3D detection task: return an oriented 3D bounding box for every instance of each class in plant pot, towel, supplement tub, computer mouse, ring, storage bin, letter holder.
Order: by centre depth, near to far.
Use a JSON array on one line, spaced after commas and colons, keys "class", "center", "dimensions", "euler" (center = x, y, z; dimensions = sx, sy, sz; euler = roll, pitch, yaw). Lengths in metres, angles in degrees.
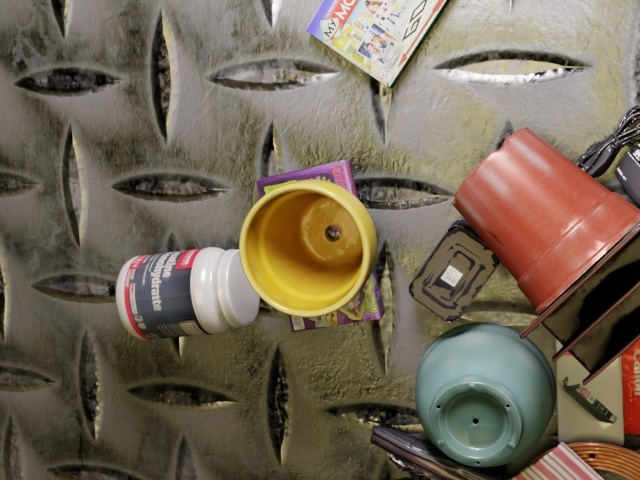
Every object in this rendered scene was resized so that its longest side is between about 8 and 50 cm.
[{"class": "letter holder", "center": [0.523, 0.109, 1.413], "dimensions": [0.152, 0.214, 0.302], "euler": [48, 113, 16]}, {"class": "plant pot", "center": [0.406, -0.049, 1.481], "dimensions": [0.265, 0.272, 0.272], "euler": [47, 110, 14]}, {"class": "computer mouse", "center": [0.627, -0.103, 1.490], "dimensions": [0.272, 0.072, 0.188], "euler": [46, 109, 4]}, {"class": "plant pot", "center": [0.000, 0.000, 1.569], "dimensions": [0.253, 0.239, 0.254], "euler": [3, 101, 17]}, {"class": "plant pot", "center": [0.321, 0.333, 1.606], "dimensions": [0.293, 0.196, 0.293], "euler": [3, 102, 16]}, {"class": "towel", "center": [0.474, 0.504, 1.617], "dimensions": [0.144, 0.029, 0.197], "euler": [43, 121, 3]}, {"class": "storage bin", "center": [0.276, 0.061, 1.625], "dimensions": [0.122, 0.084, 0.180], "euler": [35, 108, 8]}, {"class": "ring", "center": [0.569, 0.548, 1.630], "dimensions": [0.336, 0.032, 0.337], "euler": [9, 116, 19]}, {"class": "supplement tub", "center": [-0.289, 0.116, 1.754], "dimensions": [0.272, 0.191, 0.191], "euler": [-7, 99, 18]}]

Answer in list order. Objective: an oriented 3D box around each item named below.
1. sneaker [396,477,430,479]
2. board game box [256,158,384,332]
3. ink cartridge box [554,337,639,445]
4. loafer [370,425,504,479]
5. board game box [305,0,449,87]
[{"class": "sneaker", "center": [0.207, 0.569, 1.748], "dimensions": [0.211, 0.081, 0.080], "euler": [-22, 95, 21]}, {"class": "board game box", "center": [0.000, 0.015, 1.723], "dimensions": [0.208, 0.056, 0.347], "euler": [-10, 98, 23]}, {"class": "ink cartridge box", "center": [0.590, 0.270, 1.583], "dimensions": [0.238, 0.060, 0.275], "euler": [-1, 100, 19]}, {"class": "loafer", "center": [0.232, 0.486, 1.685], "dimensions": [0.302, 0.109, 0.095], "euler": [19, 91, 25]}, {"class": "board game box", "center": [0.141, -0.493, 1.578], "dimensions": [0.213, 0.046, 0.317], "euler": [36, 109, 7]}]
